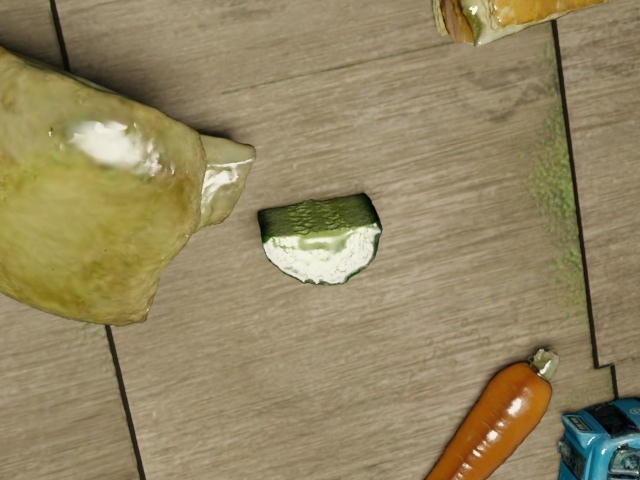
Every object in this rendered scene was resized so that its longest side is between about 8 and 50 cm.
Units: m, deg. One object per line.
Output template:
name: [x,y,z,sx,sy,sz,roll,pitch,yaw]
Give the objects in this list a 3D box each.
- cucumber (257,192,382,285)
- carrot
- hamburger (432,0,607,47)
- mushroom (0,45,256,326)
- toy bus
cucumber: [0.000,0.000,1.256,0.116,0.115,0.062,-9,105,-4]
carrot: [0.148,0.247,1.381,0.069,0.069,0.336,35,99,-19]
hamburger: [0.214,-0.277,1.233,0.208,0.135,0.155,-11,107,-15]
mushroom: [-0.216,-0.032,1.149,0.292,0.212,0.217,21,89,-25]
toy bus: [0.323,0.300,1.406,0.134,0.113,0.246,2,104,-9]
